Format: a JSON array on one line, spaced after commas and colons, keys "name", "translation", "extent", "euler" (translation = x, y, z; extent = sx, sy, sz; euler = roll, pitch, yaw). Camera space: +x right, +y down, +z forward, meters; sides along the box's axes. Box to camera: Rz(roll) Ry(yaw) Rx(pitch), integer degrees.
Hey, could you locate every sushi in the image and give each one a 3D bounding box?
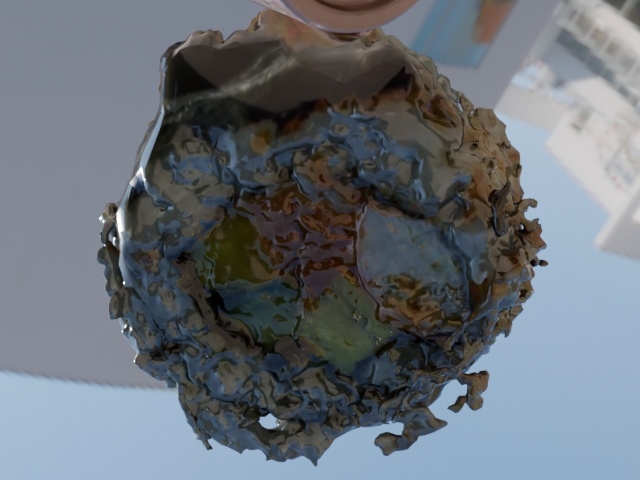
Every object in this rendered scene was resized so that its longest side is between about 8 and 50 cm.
[{"name": "sushi", "translation": [0.000, 0.004, 1.137], "extent": [0.417, 0.417, 0.176], "euler": [32, -159, 6]}]

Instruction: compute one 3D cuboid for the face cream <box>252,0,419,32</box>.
[{"name": "face cream", "translation": [-0.003, -0.200, 0.710], "extent": [0.149, 0.149, 0.104], "euler": [8, -162, -41]}]
